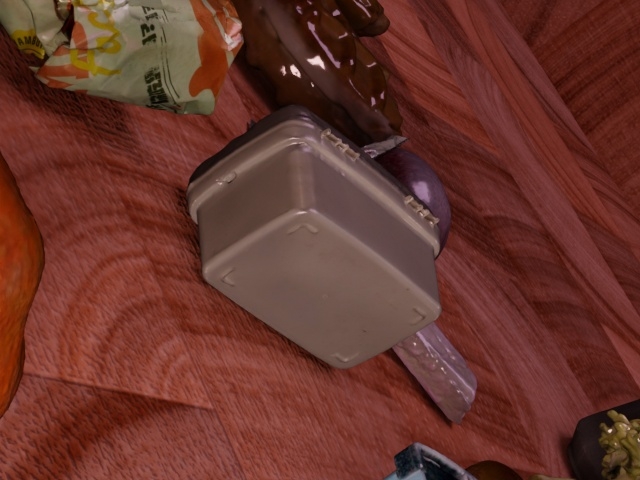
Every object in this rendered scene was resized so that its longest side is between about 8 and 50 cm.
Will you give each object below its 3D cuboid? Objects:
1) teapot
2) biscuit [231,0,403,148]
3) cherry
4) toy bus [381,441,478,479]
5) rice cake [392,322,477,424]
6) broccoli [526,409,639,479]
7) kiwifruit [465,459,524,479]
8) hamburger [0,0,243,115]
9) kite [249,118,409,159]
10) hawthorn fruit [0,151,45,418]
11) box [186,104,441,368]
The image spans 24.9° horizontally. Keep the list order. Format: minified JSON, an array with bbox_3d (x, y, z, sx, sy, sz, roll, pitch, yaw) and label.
[{"bbox_3d":[0.412,0.239,1.658,0.171,0.225,0.203,52,18,-3],"label":"teapot"},{"bbox_3d":[-0.016,-0.256,1.673,0.268,0.115,0.366,44,19,-29],"label":"biscuit"},{"bbox_3d":[0.088,-0.010,1.486,0.188,0.115,0.148,-120,-154,-50],"label":"cherry"},{"bbox_3d":[0.068,0.272,0.835,0.133,0.164,0.271,40,22,-39],"label":"toy bus"},{"bbox_3d":[0.067,0.062,1.409,0.270,0.049,0.055,52,40,-4],"label":"rice cake"},{"bbox_3d":[0.304,0.282,1.398,0.243,0.263,0.247,14,68,-21],"label":"broccoli"},{"bbox_3d":[0.163,0.251,1.268,0.075,0.075,0.124,17,44,-62],"label":"kiwifruit"},{"bbox_3d":[-0.183,-0.207,1.149,0.214,0.125,0.235,25,29,-47],"label":"hamburger"},{"bbox_3d":[0.017,-0.068,1.413,0.229,0.012,0.250,33,36,26],"label":"kite"},{"bbox_3d":[-0.207,0.023,0.609,0.189,0.189,0.189,46,19,-22],"label":"hawthorn fruit"},{"bbox_3d":[0.000,0.000,1.204,0.210,0.148,0.129,37,32,-37],"label":"box"}]
